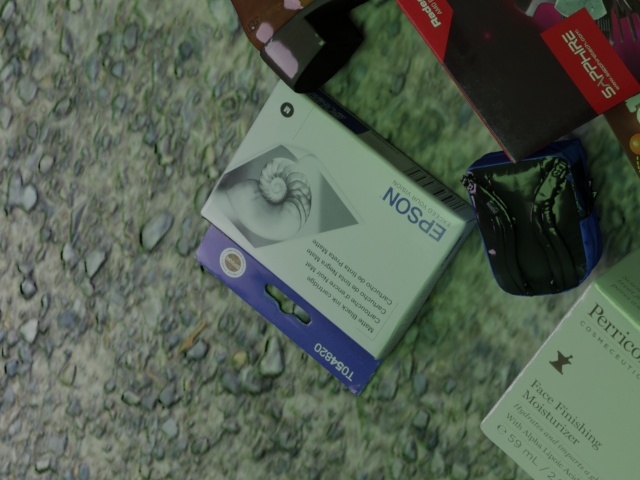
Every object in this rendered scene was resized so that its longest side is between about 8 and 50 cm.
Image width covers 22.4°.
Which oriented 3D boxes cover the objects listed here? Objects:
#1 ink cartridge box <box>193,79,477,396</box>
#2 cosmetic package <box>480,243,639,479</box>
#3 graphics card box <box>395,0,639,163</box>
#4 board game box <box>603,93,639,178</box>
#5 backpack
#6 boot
[{"bbox_3d":[0.000,0.000,1.477,0.223,0.045,0.224,38,116,15],"label":"ink cartridge box"},{"bbox_3d":[0.257,0.115,1.288,0.151,0.151,0.184,43,128,16],"label":"cosmetic package"},{"bbox_3d":[0.233,-0.243,1.207,0.371,0.094,0.233,-30,106,27],"label":"graphics card box"},{"bbox_3d":[0.335,-0.057,1.299,0.145,0.027,0.281,-32,85,31],"label":"board game box"},{"bbox_3d":[0.188,-0.019,1.342,0.098,0.101,0.120,-8,104,31],"label":"backpack"},{"bbox_3d":[-0.022,-0.314,1.417,0.280,0.096,0.264,53,126,17],"label":"boot"}]
